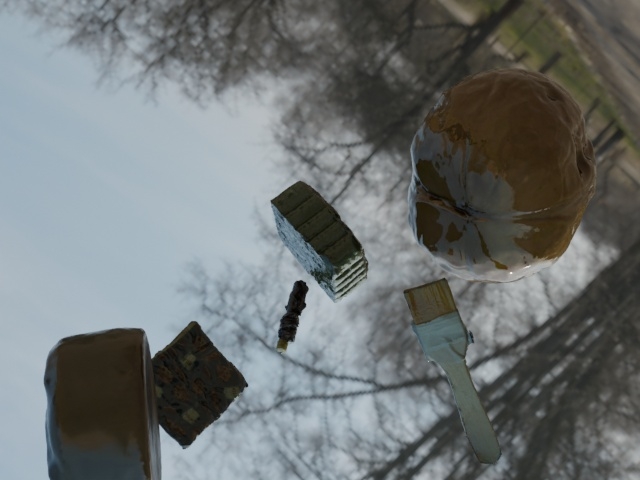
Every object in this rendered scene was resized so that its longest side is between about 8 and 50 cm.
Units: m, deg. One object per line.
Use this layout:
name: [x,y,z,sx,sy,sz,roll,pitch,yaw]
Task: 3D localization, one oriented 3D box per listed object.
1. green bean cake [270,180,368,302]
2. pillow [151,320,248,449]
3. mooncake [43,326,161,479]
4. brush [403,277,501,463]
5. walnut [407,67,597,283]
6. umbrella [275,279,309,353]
green bean cake: [0.000,0.000,1.835,0.183,0.094,0.185,50,173,20]
pillow: [-0.268,0.292,2.149,0.189,0.034,0.255,49,-142,-1]
mooncake: [-0.322,0.272,1.565,0.284,0.155,0.284,173,90,-83]
brush: [0.217,0.214,1.661,0.020,0.085,0.337,-98,-13,-71]
walnut: [0.312,-0.111,1.801,0.307,0.354,0.398,15,-147,15]
umbrella: [-0.051,0.138,1.911,0.037,0.040,0.144,27,-124,-17]
